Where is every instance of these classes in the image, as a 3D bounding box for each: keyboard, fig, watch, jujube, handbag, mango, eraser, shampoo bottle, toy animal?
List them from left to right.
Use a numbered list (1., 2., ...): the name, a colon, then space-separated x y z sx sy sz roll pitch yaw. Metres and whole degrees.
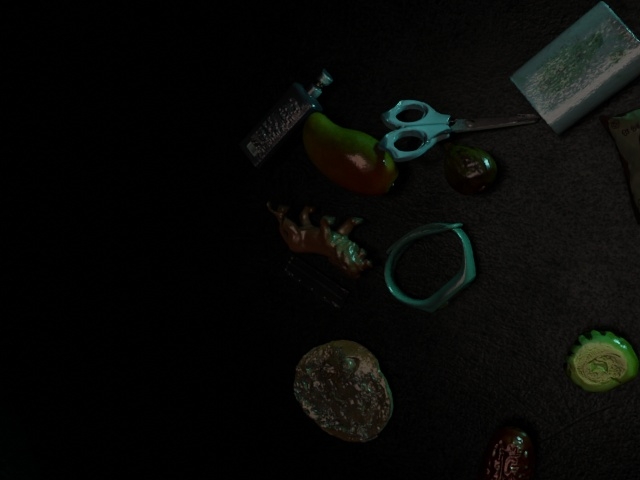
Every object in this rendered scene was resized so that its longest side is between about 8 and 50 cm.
1. shampoo bottle: -0.084 -0.325 1.588 0.309 0.071 0.098 -43 72 23
2. keyboard: -0.013 0.109 1.607 0.202 0.011 0.067 33 109 23
3. toy animal: 0.000 0.000 1.551 0.313 0.097 0.157 15 106 29
4. mango: 0.062 -0.208 1.486 0.289 0.129 0.146 31 131 31
5. watch: 0.264 0.058 1.426 0.237 0.068 0.195 -46 69 27
6. fig: 0.330 -0.174 1.360 0.109 0.103 0.154 -26 60 4
7. jujube: 0.417 0.505 1.339 0.113 0.109 0.176 13 97 -7
8. eraser: 0.536 -0.354 1.245 0.227 0.081 0.174 -40 74 25
9. handbag: 0.682 -0.170 1.149 0.213 0.127 0.234 -19 86 26

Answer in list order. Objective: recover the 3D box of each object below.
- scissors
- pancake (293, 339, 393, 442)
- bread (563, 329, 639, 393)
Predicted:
1. scissors: 0.311 -0.265 1.369 0.361 0.029 0.191 -3 54 19
2. pancake: 0.058 0.393 1.561 0.283 0.049 0.282 2 94 28
3. bread: 0.586 0.255 1.254 0.130 0.071 0.139 41 109 18
